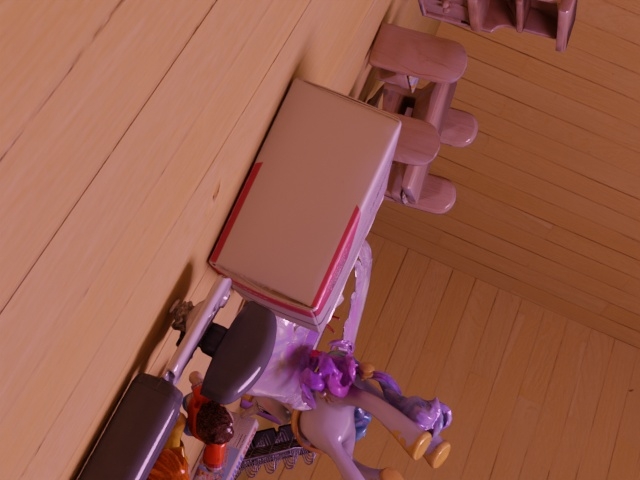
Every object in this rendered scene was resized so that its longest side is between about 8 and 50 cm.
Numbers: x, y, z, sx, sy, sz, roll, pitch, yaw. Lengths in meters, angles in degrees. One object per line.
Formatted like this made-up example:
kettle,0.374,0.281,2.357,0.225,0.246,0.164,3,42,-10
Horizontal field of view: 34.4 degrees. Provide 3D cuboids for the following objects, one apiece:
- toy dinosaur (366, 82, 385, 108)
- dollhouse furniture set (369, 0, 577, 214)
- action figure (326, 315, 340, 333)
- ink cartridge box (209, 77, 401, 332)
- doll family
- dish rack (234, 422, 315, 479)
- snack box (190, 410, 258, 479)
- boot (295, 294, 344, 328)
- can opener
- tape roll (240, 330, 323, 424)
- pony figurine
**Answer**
toy dinosaur,0.085,-0.224,1.818,0.093,0.053,0.183,-86,-159,-53
dollhouse furniture set,0.238,-0.246,1.679,0.362,0.256,0.394,44,64,-74
action figure,0.000,0.000,1.309,0.280,0.139,0.091,-65,175,13
ink cartridge box,-0.011,-0.022,1.098,0.283,0.117,0.207,85,28,-81
doll family,-0.120,0.261,0.965,0.163,0.118,0.263,165,-90,-76
dish rack,-0.093,0.405,1.976,0.271,0.208,0.074,0,75,-85
snack box,-0.163,0.355,1.640,0.022,0.064,0.178,76,34,-51
boot,-0.056,0.109,1.704,0.190,0.086,0.069,-28,161,-35
can opener,-0.126,0.147,0.842,0.280,0.093,0.074,-59,174,-29
tape roll,-0.062,0.221,2.045,0.275,0.090,0.275,23,90,-85
pony figurine,0.018,0.216,1.510,0.302,0.363,0.351,-22,138,-44
